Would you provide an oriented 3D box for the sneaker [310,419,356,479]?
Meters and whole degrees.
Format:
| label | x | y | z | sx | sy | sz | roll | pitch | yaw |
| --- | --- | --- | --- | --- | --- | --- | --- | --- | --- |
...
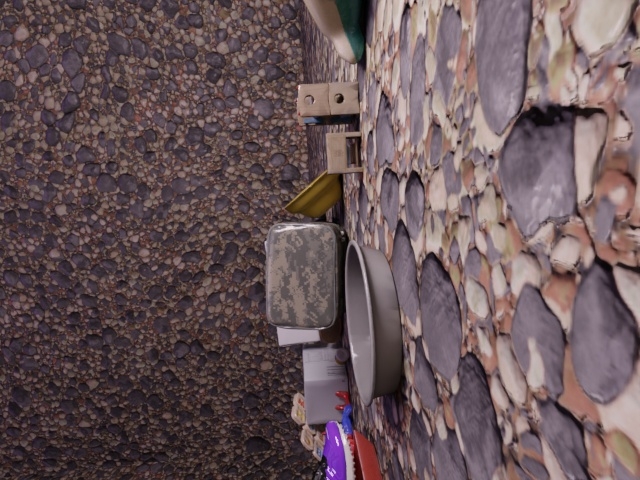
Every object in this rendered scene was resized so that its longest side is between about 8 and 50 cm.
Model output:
| label | x | y | z | sx | sy | sz | roll | pitch | yaw |
| --- | --- | --- | --- | --- | --- | --- | --- | --- | --- |
| sneaker | 0.010 | 0.584 | 1.022 | 0.102 | 0.145 | 0.294 | 94 | 171 | -64 |

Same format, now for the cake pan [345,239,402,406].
| label | x | y | z | sx | sy | sz | roll | pitch | yaw |
| --- | --- | --- | --- | --- | --- | --- | --- | --- | --- |
| cake pan | 0.090 | 0.143 | 0.786 | 0.293 | 0.054 | 0.294 | 176 | 90 | -86 |

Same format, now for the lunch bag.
| label | x | y | z | sx | sy | sz | roll | pitch | yaw |
| --- | --- | --- | --- | --- | --- | --- | --- | --- | --- |
| lunch bag | -0.022 | 0.085 | 1.251 | 0.256 | 0.212 | 0.306 | -9 | -82 | -77 |

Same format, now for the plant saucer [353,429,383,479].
| label | x | y | z | sx | sy | sz | roll | pitch | yaw |
| --- | --- | --- | --- | --- | --- | --- | --- | --- | --- |
| plant saucer | 0.114 | 0.600 | 0.938 | 0.258 | 0.047 | 0.260 | -104 | 10 | -68 |

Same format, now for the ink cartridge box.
| label | x | y | z | sx | sy | sz | roll | pitch | yaw |
| --- | --- | --- | --- | --- | --- | --- | --- | --- | --- |
| ink cartridge box | -0.086 | 0.186 | 1.678 | 0.279 | 0.160 | 0.386 | 20 | -118 | -84 |

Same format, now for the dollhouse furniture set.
| label | x | y | z | sx | sy | sz | roll | pitch | yaw |
| --- | --- | --- | --- | --- | --- | --- | --- | --- | --- |
| dollhouse furniture set | 0.015 | -0.236 | 0.953 | 0.129 | 0.128 | 0.184 | -129 | 36 | -83 |

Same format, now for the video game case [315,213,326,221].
| label | x | y | z | sx | sy | sz | roll | pitch | yaw |
| --- | --- | --- | --- | --- | --- | --- | --- | --- | --- |
| video game case | 0.000 | 0.000 | 1.537 | 0.196 | 0.026 | 0.275 | -99 | 7 | -49 |

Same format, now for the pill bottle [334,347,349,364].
| label | x | y | z | sx | sy | sz | roll | pitch | yaw |
| --- | --- | --- | --- | --- | --- | --- | --- | --- | --- |
| pill bottle | 0.068 | 0.376 | 1.397 | 0.083 | 0.043 | 0.044 | 94 | 171 | -63 |

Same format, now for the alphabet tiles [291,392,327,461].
| label | x | y | z | sx | sy | sz | roll | pitch | yaw |
| --- | --- | --- | --- | --- | --- | --- | --- | --- | --- |
| alphabet tiles | 0.001 | 0.683 | 1.564 | 0.284 | 0.021 | 0.278 | 48 | -169 | -9 |

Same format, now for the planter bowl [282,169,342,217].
| label | x | y | z | sx | sy | sz | roll | pitch | yaw |
| --- | --- | --- | --- | --- | --- | --- | --- | --- | --- |
| planter bowl | -0.003 | -0.129 | 1.275 | 0.090 | 0.217 | 0.217 | 49 | -179 | -7 |

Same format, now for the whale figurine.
| label | x | y | z | sx | sy | sz | roll | pitch | yaw |
| --- | --- | --- | --- | --- | --- | --- | --- | --- | --- |
| whale figurine | 0.030 | -0.459 | 0.760 | 0.272 | 0.141 | 0.216 | 60 | -170 | -30 |

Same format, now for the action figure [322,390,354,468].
| label | x | y | z | sx | sy | sz | roll | pitch | yaw |
| --- | --- | --- | --- | --- | --- | --- | --- | --- | --- |
| action figure | 0.047 | 0.592 | 1.319 | 0.280 | 0.138 | 0.092 | -110 | 15 | -67 |

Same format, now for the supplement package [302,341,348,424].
| label | x | y | z | sx | sy | sz | roll | pitch | yaw |
| --- | --- | --- | --- | --- | --- | --- | --- | --- | --- |
| supplement package | 0.014 | 0.506 | 1.548 | 0.203 | 0.149 | 0.195 | -101 | 8 | -68 |

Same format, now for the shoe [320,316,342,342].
| label | x | y | z | sx | sy | sz | roll | pitch | yaw |
| --- | --- | --- | --- | --- | --- | --- | --- | --- | --- |
| shoe | 0.045 | 0.264 | 1.499 | 0.058 | 0.076 | 0.219 | -63 | -17 | -57 |
